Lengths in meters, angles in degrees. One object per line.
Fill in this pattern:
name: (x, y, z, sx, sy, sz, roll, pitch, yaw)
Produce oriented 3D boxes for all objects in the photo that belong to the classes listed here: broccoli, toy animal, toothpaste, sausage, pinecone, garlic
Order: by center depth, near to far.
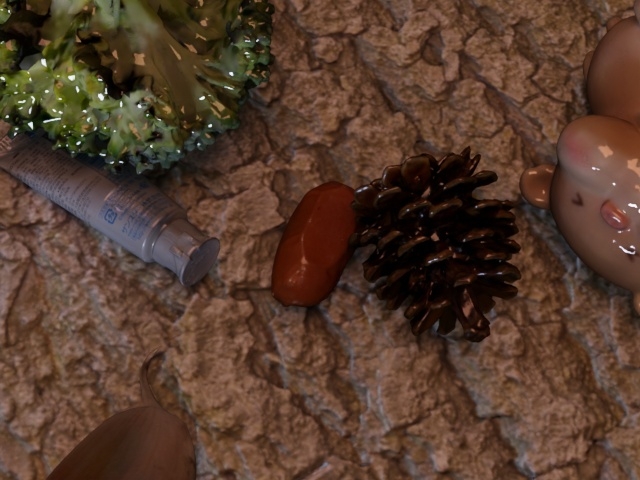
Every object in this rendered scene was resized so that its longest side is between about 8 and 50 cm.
garlic: (-0.193, 0.240, 1.289, 0.148, 0.128, 0.266, 39, 59, 1)
pinecone: (0.135, 0.010, 1.356, 0.185, 0.168, 0.212, -25, 87, -3)
toy animal: (0.351, -0.091, 1.371, 0.246, 0.277, 0.345, -27, 73, 1)
sausage: (0.000, 0.000, 1.400, 0.089, 0.089, 0.179, 20, 57, 6)
broccoli: (-0.227, -0.236, 1.422, 0.334, 0.324, 0.272, -51, 120, -29)
toothpaste: (-0.247, -0.056, 1.427, 0.299, 0.073, 0.114, 35, 67, 20)
